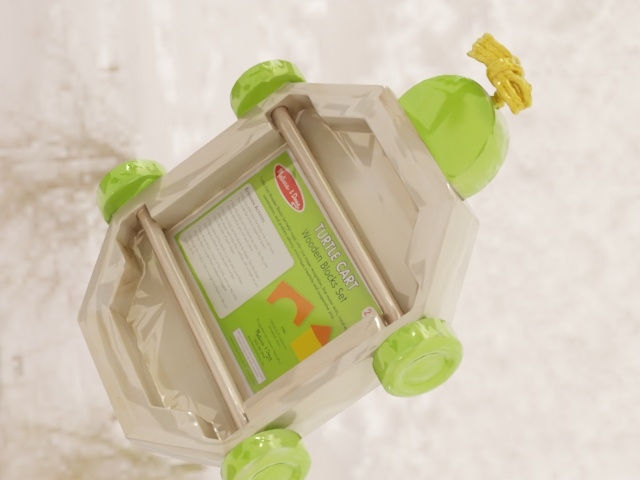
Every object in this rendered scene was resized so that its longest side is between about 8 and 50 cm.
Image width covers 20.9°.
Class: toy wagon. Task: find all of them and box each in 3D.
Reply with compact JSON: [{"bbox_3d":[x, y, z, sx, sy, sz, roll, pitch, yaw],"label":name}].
[{"bbox_3d":[0.000,0.000,1.132,0.068,0.344,0.267,42,-165,-52],"label":"toy wagon"}]
